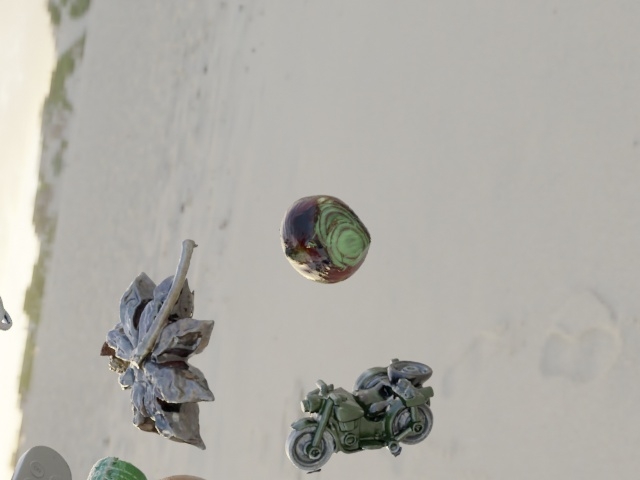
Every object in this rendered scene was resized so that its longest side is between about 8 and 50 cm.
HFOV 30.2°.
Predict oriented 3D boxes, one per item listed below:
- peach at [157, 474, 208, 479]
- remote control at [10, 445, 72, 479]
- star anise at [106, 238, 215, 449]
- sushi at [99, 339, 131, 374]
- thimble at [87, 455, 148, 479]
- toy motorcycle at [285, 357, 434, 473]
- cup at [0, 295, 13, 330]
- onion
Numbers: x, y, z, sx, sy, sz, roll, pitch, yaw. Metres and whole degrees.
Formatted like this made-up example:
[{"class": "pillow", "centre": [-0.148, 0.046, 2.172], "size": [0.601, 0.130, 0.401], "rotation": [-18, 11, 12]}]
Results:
[{"class": "peach", "centre": [-0.190, 0.407, 1.557], "size": [0.190, 0.192, 0.190], "rotation": [23, 124, 38]}, {"class": "remote control", "centre": [-0.358, 0.347, 1.441], "size": [0.022, 0.077, 0.245], "rotation": [-38, 23, 27]}, {"class": "star anise", "centre": [-0.190, 0.126, 1.404], "size": [0.230, 0.081, 0.262], "rotation": [36, 122, 52]}, {"class": "sushi", "centre": [-0.286, 0.173, 1.741], "size": [0.120, 0.052, 0.055], "rotation": [89, -164, -74]}, {"class": "thimble", "centre": [-0.393, 0.477, 2.256], "size": [0.090, 0.118, 0.130], "rotation": [-68, -16, -44]}, {"class": "toy motorcycle", "centre": [0.060, 0.264, 1.889], "size": [0.205, 0.275, 0.127], "rotation": [-146, 49, -68]}, {"class": "cup", "centre": [-0.573, 0.095, 1.986], "size": [0.133, 0.136, 0.099], "rotation": [46, 122, 51]}, {"class": "onion", "centre": [0.000, 0.000, 1.502], "size": [0.118, 0.118, 0.117], "rotation": [143, 105, -81]}]
